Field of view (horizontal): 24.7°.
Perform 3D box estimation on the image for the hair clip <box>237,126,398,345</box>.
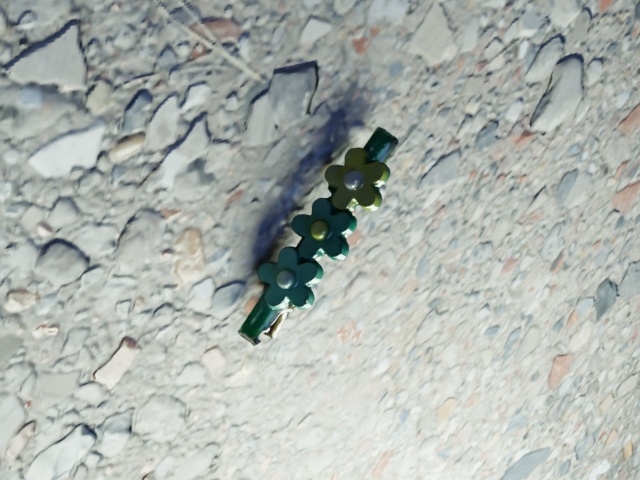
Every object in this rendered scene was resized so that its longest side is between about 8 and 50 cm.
[{"bbox_3d":[0.001,0.001,0.991,0.049,0.049,0.173,19,106,-53],"label":"hair clip"}]
